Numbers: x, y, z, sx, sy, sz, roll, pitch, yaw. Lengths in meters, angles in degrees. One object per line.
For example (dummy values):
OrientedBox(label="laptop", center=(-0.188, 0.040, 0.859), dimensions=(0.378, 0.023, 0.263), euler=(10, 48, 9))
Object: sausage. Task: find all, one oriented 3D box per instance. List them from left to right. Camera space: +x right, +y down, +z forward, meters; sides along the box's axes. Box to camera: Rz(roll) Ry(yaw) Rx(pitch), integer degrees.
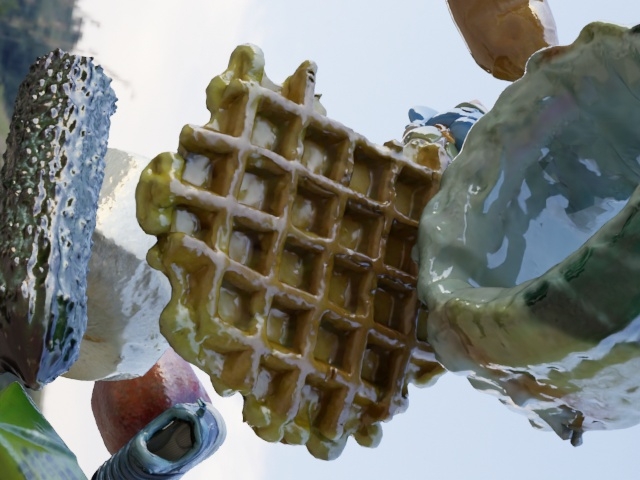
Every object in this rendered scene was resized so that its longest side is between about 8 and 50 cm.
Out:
OrientedBox(label="sausage", center=(0.245, -0.362, 1.584), dimensions=(0.116, 0.134, 0.354), euler=(72, 3, -66))

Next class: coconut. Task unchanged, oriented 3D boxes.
OrientedBox(label="coconut", center=(-0.238, 0.021, 1.244), dimensions=(0.237, 0.237, 0.266), euler=(-56, -172, 41))

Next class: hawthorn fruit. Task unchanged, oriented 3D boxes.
OrientedBox(label="hawthorn fruit", center=(-0.230, 0.204, 1.472), dimensions=(0.157, 0.156, 0.194), euler=(-58, -139, 39))

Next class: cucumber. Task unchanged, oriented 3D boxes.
OrientedBox(label="cucumber", center=(-0.229, -0.020, 0.911), dimensions=(0.359, 0.096, 0.096), euler=(-93, -153, -46))

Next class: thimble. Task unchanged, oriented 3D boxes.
OrientedBox(label="thimble", center=(0.201, -0.007, 0.759), dimensions=(0.288, 0.167, 0.254), euler=(-53, -151, 6))

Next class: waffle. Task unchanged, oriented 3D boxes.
OrientedBox(label="waffle", center=(0.006, 0.007, 0.820), dimensions=(0.058, 0.301, 0.282), euler=(-11, -142, 54))

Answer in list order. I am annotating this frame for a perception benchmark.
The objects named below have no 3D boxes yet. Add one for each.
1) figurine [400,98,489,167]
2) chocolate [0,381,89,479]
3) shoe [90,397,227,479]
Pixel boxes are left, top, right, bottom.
OrientedBox(label="figurine", center=(0.194, -0.110, 1.583), dimensions=(0.262, 0.179, 0.154), euler=(-56, 152, -55))
OrientedBox(label="chocolate", center=(-0.339, 0.338, 1.046), dimensions=(0.289, 0.300, 0.137), euler=(55, -3, -1))
OrientedBox(label="shoe", center=(-0.156, 0.203, 1.038), dimensions=(0.064, 0.143, 0.071), euler=(53, -6, 20))
